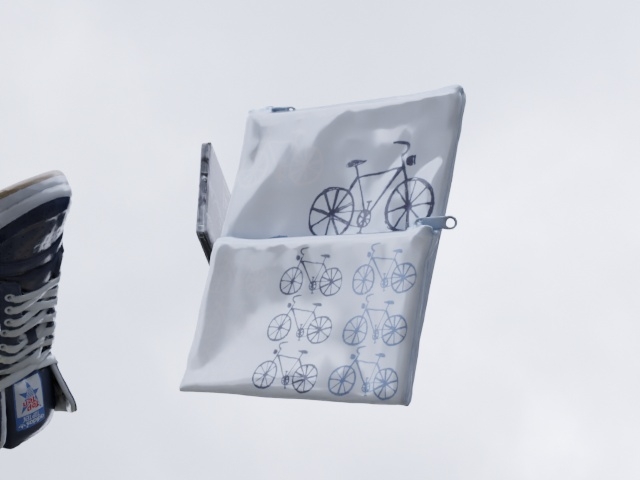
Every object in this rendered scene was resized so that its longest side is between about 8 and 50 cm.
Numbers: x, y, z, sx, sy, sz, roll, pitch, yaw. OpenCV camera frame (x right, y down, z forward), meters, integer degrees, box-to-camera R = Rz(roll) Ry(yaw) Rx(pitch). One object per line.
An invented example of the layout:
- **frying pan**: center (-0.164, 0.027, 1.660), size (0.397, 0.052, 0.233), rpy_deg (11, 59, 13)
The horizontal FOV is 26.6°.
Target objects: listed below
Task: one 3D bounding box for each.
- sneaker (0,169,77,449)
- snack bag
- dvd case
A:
- **sneaker**: center (-0.239, 0.067, 1.066), size (0.099, 0.153, 0.282), rpy_deg (-24, -12, -42)
- **snack bag**: center (0.000, 0.000, 1.394), size (0.323, 0.343, 0.037), rpy_deg (-2, -21, 44)
- **dvd case**: center (-0.116, 0.010, 1.718), size (0.018, 0.164, 0.221), rpy_deg (-10, -47, 7)
